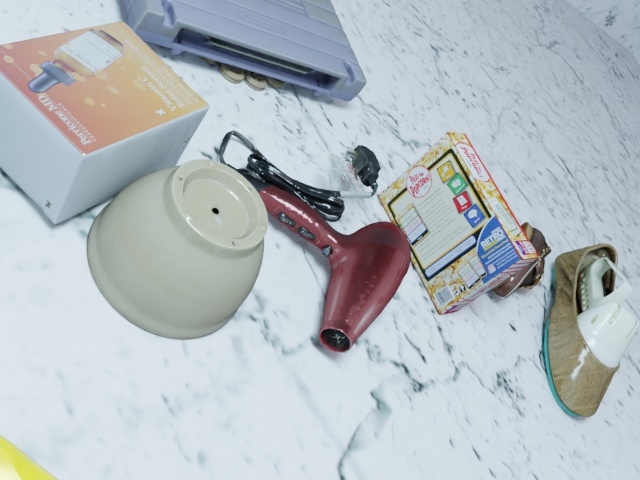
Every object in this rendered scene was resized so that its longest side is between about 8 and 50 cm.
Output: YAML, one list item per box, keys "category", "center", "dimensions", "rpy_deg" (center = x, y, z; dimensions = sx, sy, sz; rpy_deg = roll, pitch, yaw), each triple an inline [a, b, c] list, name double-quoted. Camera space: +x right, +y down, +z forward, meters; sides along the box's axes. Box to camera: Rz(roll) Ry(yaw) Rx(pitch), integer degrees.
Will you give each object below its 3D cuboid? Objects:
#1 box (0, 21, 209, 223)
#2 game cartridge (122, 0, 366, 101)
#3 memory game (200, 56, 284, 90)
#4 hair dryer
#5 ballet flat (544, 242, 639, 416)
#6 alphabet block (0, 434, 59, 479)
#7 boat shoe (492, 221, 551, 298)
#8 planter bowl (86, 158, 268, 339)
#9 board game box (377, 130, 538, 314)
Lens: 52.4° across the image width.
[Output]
- category: "box"
  center: [-0.214, -0.117, 0.607]
  dimensions: [0.130, 0.091, 0.170]
  rpy_deg: [44, 37, 3]
- category: "game cartridge"
  center: [-0.110, -0.324, 0.901]
  dimensions: [0.354, 0.068, 0.230]
  rpy_deg: [6, 50, -41]
- category: "memory game"
  center: [-0.118, -0.284, 0.915]
  dimensions: [0.186, 0.012, 0.186]
  rpy_deg: [25, 44, -26]
- category: "hair dryer"
  center: [0.000, 0.000, 0.757]
  dimensions: [0.223, 0.080, 0.294]
  rpy_deg: [0, 51, -25]
- category: "ballet flat"
  center: [0.422, 0.112, 0.998]
  dimensions: [0.116, 0.124, 0.342]
  rpy_deg: [42, 39, -8]
- category: "alphabet block"
  center: [-0.208, 0.196, 0.265]
  dimensions: [0.192, 0.197, 0.193]
  rpy_deg: [41, 38, -9]
- category: "boat shoe"
  center: [0.316, 0.037, 1.003]
  dimensions: [0.073, 0.073, 0.207]
  rpy_deg: [47, 38, 2]
- category: "planter bowl"
  center: [-0.115, -0.006, 0.599]
  dimensions: [0.162, 0.109, 0.162]
  rpy_deg: [26, 43, -27]
- category: "board game box"
  center: [0.174, -0.022, 0.859]
  dimensions: [0.045, 0.146, 0.194]
  rpy_deg: [-3, 61, -45]
